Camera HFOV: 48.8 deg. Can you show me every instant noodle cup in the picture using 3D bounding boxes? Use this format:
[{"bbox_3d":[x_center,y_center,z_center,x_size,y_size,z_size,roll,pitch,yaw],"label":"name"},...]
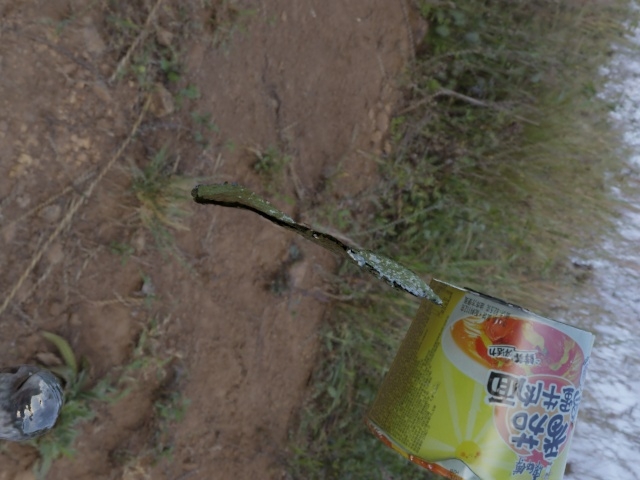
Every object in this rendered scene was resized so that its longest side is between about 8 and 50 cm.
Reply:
[{"bbox_3d":[0.204,0.172,0.869,0.264,0.264,0.200,-167,-83,-86],"label":"instant noodle cup"}]

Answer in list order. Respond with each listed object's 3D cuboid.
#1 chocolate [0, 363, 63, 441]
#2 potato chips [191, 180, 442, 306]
[{"bbox_3d":[-0.465,0.229,1.008,0.110,0.248,0.110,6,83,-58],"label":"chocolate"},{"bbox_3d":[0.000,0.000,0.548,0.026,0.209,0.142,-65,-167,2],"label":"potato chips"}]
